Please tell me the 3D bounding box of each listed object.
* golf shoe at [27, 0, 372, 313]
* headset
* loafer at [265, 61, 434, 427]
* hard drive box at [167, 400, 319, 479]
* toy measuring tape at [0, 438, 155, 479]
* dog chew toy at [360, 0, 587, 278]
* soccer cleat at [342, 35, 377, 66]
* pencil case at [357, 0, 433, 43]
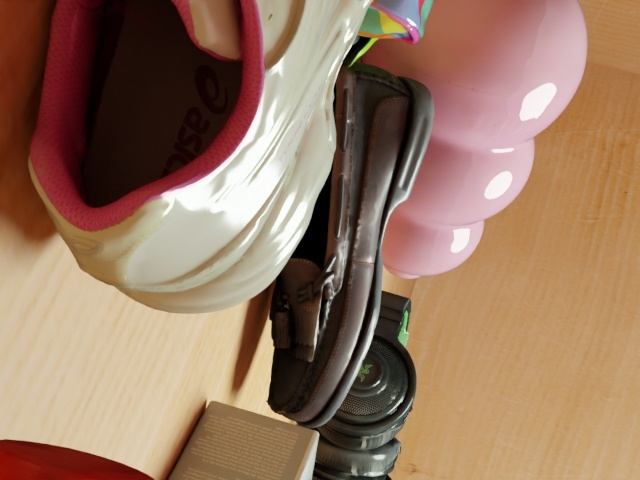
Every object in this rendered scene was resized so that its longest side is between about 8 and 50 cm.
[{"bbox_3d":[-0.024,-0.121,0.431,0.140,0.115,0.306,30,75,-78],"label":"golf shoe"},{"bbox_3d":[0.063,0.232,1.386,0.394,0.185,0.243,-61,164,-51],"label":"headset"},{"bbox_3d":[0.000,0.000,0.953,0.109,0.095,0.302,17,-91,59],"label":"loafer"},{"bbox_3d":[-0.083,0.259,0.804,0.232,0.089,0.181,-63,165,-53],"label":"hard drive box"},{"bbox_3d":[-0.088,0.136,0.457,0.330,0.121,0.121,46,60,-81],"label":"toy measuring tape"},{"bbox_3d":[0.119,-0.109,1.092,0.206,0.206,0.332,-61,168,-59],"label":"dog chew toy"},{"bbox_3d":[0.030,-0.189,0.848,0.072,0.060,0.179,-58,168,-17],"label":"soccer cleat"},{"bbox_3d":[0.051,-0.244,0.717,0.104,0.104,0.236,-4,110,-81],"label":"pencil case"}]
